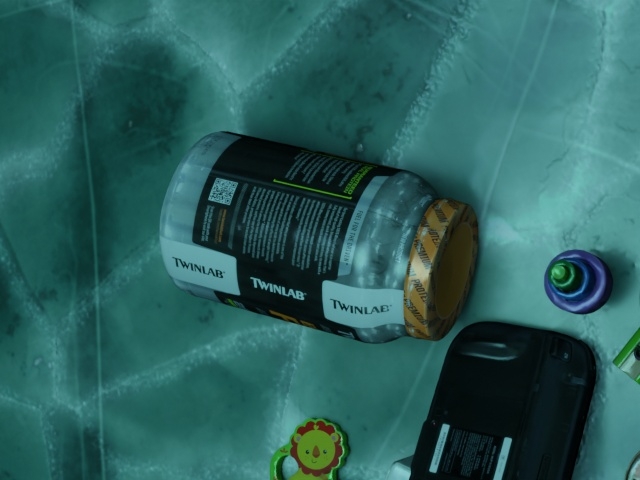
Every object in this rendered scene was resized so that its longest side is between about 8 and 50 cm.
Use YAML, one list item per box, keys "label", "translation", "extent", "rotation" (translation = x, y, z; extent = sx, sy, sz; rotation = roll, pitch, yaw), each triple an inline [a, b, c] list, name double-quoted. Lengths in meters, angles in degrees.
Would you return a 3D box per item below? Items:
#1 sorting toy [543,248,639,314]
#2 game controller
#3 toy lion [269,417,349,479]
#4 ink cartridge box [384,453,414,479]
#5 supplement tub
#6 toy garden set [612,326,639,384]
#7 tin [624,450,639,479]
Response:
- label: "sorting toy"
  translation: [0.384, 0.054, 1.361]
  extent: [0.365, 0.126, 0.127]
  rotation: [7, 86, 25]
- label: "game controller"
  translation: [0.180, 0.235, 1.489]
  extent: [0.166, 0.067, 0.319]
  rotation: [6, 65, 30]
- label: "toy lion"
  translation: [-0.014, 0.256, 1.652]
  extent: [0.100, 0.034, 0.096]
  rotation: [-11, 79, 23]
- label: "ink cartridge box"
  translation: [0.156, 0.343, 1.546]
  extent: [0.208, 0.087, 0.153]
  rotation: [25, 100, 20]
- label: "supplement tub"
  translation: [0.000, 0.000, 1.555]
  extent: [0.316, 0.193, 0.193]
  rotation: [14, 96, 24]
- label: "toy garden set"
  translation: [0.445, 0.118, 1.416]
  extent: [0.244, 0.049, 0.204]
  rotation: [40, 98, 25]
- label: "tin"
  translation: [0.411, 0.253, 1.464]
  extent: [0.189, 0.040, 0.106]
  rotation: [-8, 83, 22]
